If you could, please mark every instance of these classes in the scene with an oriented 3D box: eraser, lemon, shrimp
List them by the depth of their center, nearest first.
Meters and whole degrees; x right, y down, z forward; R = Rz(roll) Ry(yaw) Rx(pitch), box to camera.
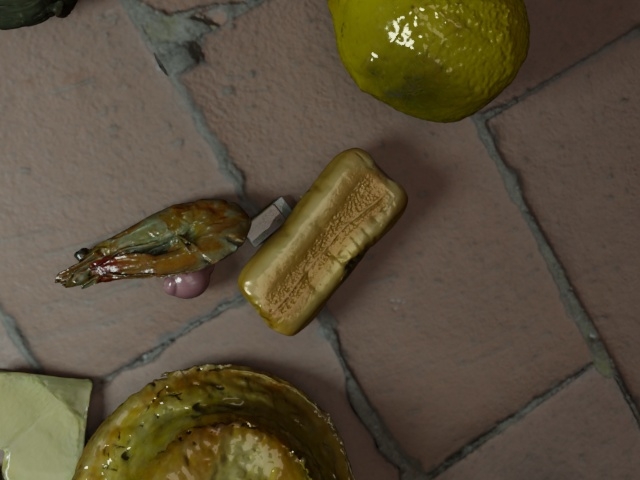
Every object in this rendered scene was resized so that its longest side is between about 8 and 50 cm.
[{"bbox_3d":[-0.241,0.016,1.209,0.294,0.154,0.062,-21,128,-3],"label":"shrimp"},{"bbox_3d":[0.156,-0.315,1.233,0.321,0.268,0.268,21,87,-20],"label":"lemon"},{"bbox_3d":[-0.083,-0.029,1.304,0.083,0.019,0.038,-41,101,-10],"label":"eraser"}]

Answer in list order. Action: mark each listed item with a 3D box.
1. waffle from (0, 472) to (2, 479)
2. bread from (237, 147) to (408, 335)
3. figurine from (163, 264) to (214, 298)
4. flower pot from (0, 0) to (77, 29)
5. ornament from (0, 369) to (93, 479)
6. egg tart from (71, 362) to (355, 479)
[{"bbox_3d":[-0.596,0.378,1.114,0.311,0.060,0.307,33,59,-16],"label":"waffle"},{"bbox_3d":[0.000,0.000,1.292,0.142,0.091,0.305,42,81,-7],"label":"bread"},{"bbox_3d":[-0.196,0.052,1.248,0.083,0.071,0.067,-22,116,-11],"label":"figurine"},{"bbox_3d":[-0.417,-0.423,1.090,0.301,0.213,0.302,-1,93,-15],"label":"flower pot"},{"bbox_3d":[-0.405,0.258,1.210,0.180,0.059,0.201,-39,100,-18],"label":"ornament"},{"bbox_3d":[-0.136,0.388,1.186,0.442,0.178,0.444,4,75,-15],"label":"egg tart"}]
